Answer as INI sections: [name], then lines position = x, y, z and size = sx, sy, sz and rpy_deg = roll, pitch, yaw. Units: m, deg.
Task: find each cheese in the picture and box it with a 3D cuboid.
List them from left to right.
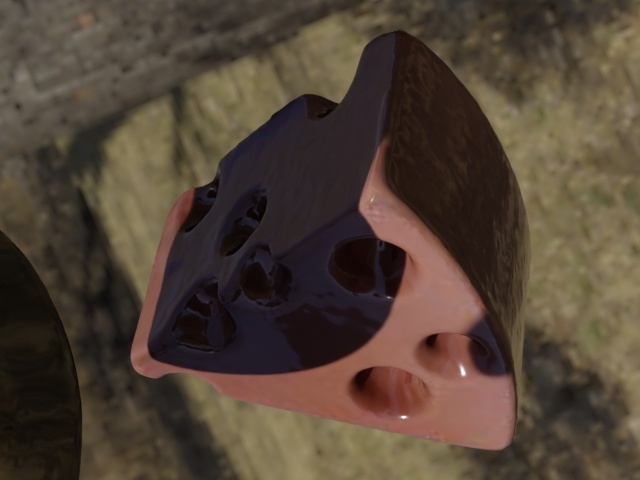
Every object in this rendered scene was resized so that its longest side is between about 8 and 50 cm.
[cheese]
position = 0.020, -0.010, 0.992
size = 0.177, 0.202, 0.128
rpy_deg = 103, 180, -48

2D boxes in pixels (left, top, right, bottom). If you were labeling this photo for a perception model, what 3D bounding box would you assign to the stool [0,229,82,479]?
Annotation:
[stool]
position = -0.238, 0.076, 0.711
size = 0.179, 0.264, 0.179
rpy_deg = 2, 94, 37
